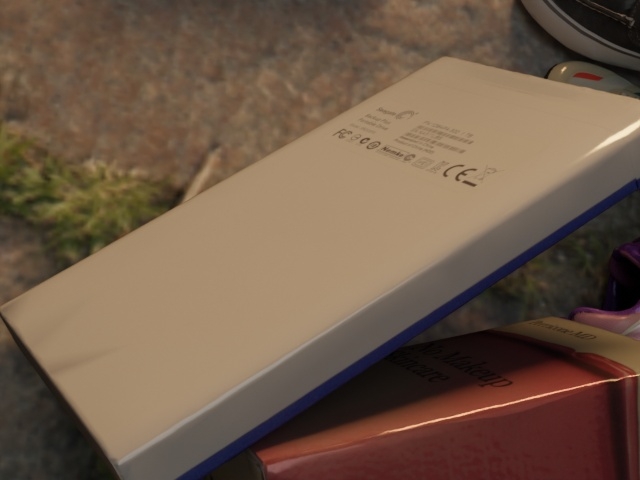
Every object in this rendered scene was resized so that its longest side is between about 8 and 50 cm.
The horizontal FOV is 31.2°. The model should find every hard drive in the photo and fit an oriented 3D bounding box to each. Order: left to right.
[{"bbox_3d":[0.000,0.000,0.617,0.319,0.210,0.040,-31,118,-18],"label":"hard drive"}]

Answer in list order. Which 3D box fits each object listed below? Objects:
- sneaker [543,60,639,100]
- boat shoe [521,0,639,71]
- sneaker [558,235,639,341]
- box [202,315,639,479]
[{"bbox_3d":[0.224,-0.075,0.747,0.161,0.075,0.057,34,72,-4],"label":"sneaker"},{"bbox_3d":[0.243,-0.144,0.752,0.229,0.076,0.080,31,62,6],"label":"boat shoe"},{"bbox_3d":[0.241,0.028,0.724,0.236,0.095,0.104,-37,80,-17],"label":"sneaker"},{"bbox_3d":[0.064,0.129,0.606,0.232,0.149,0.126,-10,99,-19],"label":"box"}]
